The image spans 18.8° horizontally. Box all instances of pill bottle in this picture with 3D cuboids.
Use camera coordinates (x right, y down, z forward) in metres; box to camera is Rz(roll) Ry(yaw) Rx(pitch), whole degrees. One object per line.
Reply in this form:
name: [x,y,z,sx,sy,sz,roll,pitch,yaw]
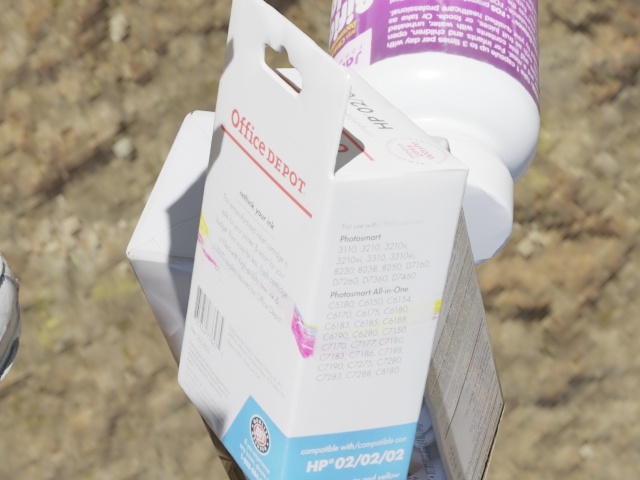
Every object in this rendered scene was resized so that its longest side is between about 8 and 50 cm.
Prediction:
pill bottle: [0.088,-0.130,1.514,0.169,0.302,0.169,2,143,2]

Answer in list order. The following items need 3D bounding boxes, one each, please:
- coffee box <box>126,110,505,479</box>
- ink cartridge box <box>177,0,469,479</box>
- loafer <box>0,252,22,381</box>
coffee box: [0.007,0.051,1.026,0.246,0.141,0.098,73,31,-52]
ink cartridge box: [0.000,0.000,0.754,0.061,0.104,0.181,-4,119,-27]
loafer: [-0.285,0.142,1.262,0.319,0.112,0.111,-60,146,-28]
